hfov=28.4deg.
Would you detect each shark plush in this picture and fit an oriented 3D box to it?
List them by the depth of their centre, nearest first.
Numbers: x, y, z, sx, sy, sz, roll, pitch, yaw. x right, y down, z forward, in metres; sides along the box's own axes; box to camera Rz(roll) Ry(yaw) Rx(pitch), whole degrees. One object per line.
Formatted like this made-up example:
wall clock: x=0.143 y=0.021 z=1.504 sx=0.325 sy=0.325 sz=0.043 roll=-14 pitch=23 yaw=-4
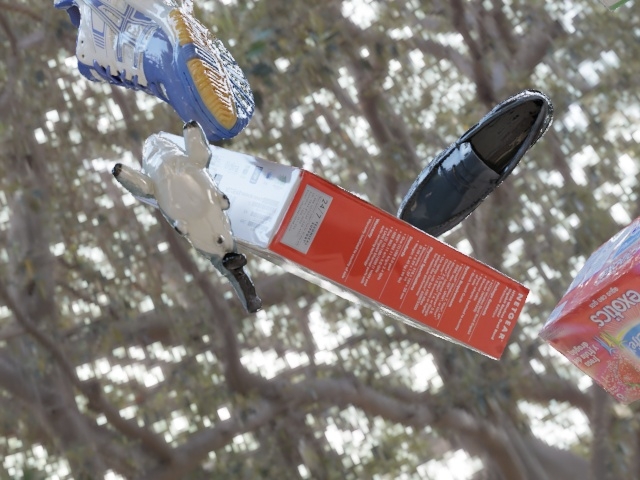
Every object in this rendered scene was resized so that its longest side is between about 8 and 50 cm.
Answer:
shark plush: x=-0.082 y=-0.021 z=0.945 sx=0.073 sy=0.161 sz=0.067 roll=-43 pitch=-15 yaw=-8

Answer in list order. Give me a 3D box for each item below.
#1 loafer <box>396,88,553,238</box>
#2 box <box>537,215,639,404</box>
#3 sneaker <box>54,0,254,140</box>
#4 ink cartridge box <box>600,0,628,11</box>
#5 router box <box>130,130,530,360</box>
loafer: x=0.170 y=-0.085 z=1.411 sx=0.223 sy=0.076 sz=0.078 roll=-44 pitch=-6 yaw=4
box: x=0.399 y=0.051 z=1.431 sx=0.154 sy=0.142 sz=0.300 roll=-51 pitch=0 yaw=-31
sneaker: x=-0.170 y=-0.181 z=1.256 sx=0.131 sy=0.296 sz=0.112 roll=-38 pitch=-38 yaw=9
ink cartridge box: x=0.260 y=-0.295 z=0.947 sx=0.154 sy=0.212 sz=0.093 roll=-30 pitch=-63 yaw=36
router box: x=0.000 y=0.000 z=1.324 sx=0.301 sy=0.335 sz=0.082 roll=27 pitch=-94 yaw=-32
